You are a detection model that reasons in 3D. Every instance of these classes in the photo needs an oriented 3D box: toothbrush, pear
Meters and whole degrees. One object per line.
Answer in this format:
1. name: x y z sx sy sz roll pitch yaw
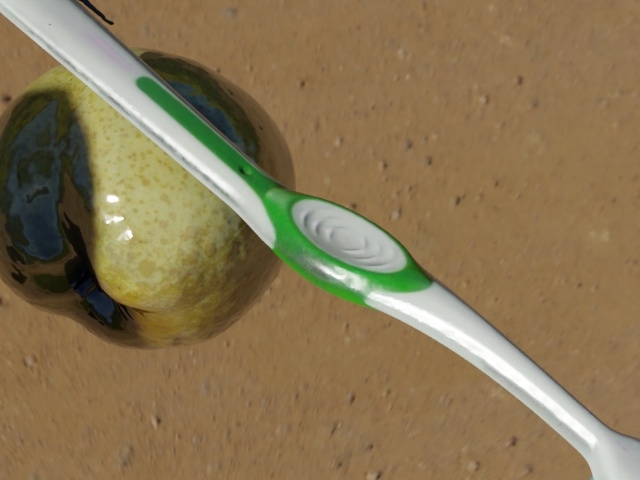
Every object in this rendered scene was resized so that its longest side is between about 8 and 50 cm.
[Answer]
1. toothbrush: 0.001 -0.003 0.588 0.418 0.040 0.042 41 46 16
2. pear: -0.095 -0.019 0.715 0.167 0.167 0.137 19 62 2
